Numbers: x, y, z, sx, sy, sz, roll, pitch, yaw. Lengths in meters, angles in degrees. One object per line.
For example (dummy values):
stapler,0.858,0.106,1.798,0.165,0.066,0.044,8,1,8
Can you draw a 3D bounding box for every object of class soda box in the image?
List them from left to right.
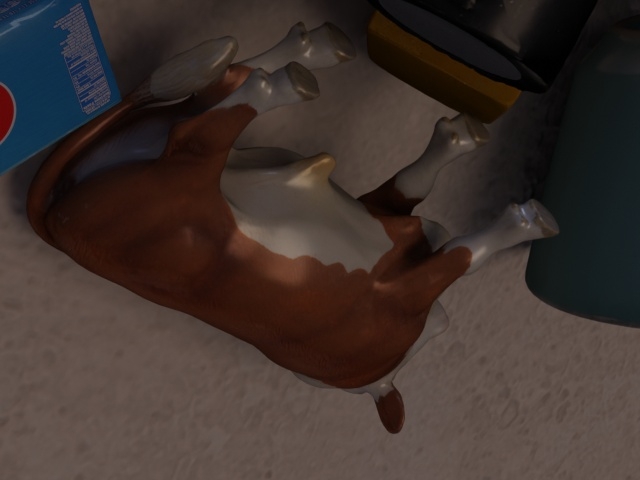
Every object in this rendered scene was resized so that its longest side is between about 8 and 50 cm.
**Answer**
soda box,-0.193,-0.046,0.662,0.210,0.071,0.067,-35,134,-25

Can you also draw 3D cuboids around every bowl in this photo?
bowl,0.277,-0.064,0.973,0.311,0.311,0.163,-16,106,-38

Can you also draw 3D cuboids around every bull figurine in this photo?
bull figurine,0.000,0.000,0.823,0.310,0.101,0.188,23,125,-43

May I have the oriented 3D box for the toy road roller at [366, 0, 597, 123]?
toy road roller,0.045,-0.204,0.749,0.202,0.240,0.329,-61,176,1
